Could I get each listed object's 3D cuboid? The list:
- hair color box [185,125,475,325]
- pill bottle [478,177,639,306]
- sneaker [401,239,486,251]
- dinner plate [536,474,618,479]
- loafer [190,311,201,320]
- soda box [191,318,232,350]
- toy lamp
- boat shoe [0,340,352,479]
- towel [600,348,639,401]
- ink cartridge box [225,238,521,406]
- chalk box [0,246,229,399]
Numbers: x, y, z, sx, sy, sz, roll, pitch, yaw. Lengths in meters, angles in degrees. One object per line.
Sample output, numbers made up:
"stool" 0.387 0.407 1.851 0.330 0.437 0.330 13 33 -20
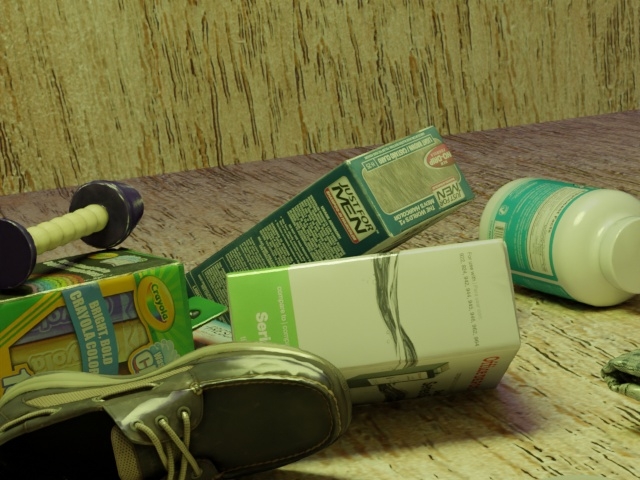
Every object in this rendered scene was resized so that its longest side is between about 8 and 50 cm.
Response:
"hair color box" 0.000 0.000 1.896 0.347 0.105 0.174 -33 -5 42
"pill bottle" 0.323 0.003 1.992 0.146 0.146 0.264 -11 12 -25
"sneaker" 0.069 0.080 1.902 0.296 0.104 0.147 -20 1 -28
"dinner plate" 0.204 0.214 1.297 0.141 0.017 0.141 -6 9 1
"loafer" -0.238 0.114 1.937 0.223 0.076 0.078 -5 15 31
"soda box" -0.114 0.132 1.796 0.063 0.058 0.183 -12 13 -28
"toy lamp" -0.264 -0.015 1.655 0.080 0.080 0.275 -2 9 20
"boat shoe" -0.146 0.184 1.429 0.355 0.132 0.130 -11 20 17
"towel" 0.476 0.134 1.435 0.312 0.056 0.324 -11 16 -35
"ink cartridge box" 0.049 0.091 1.577 0.273 0.114 0.198 -7 -16 -3
"chalk box" -0.238 0.113 1.660 0.289 0.179 0.180 -11 11 -28
